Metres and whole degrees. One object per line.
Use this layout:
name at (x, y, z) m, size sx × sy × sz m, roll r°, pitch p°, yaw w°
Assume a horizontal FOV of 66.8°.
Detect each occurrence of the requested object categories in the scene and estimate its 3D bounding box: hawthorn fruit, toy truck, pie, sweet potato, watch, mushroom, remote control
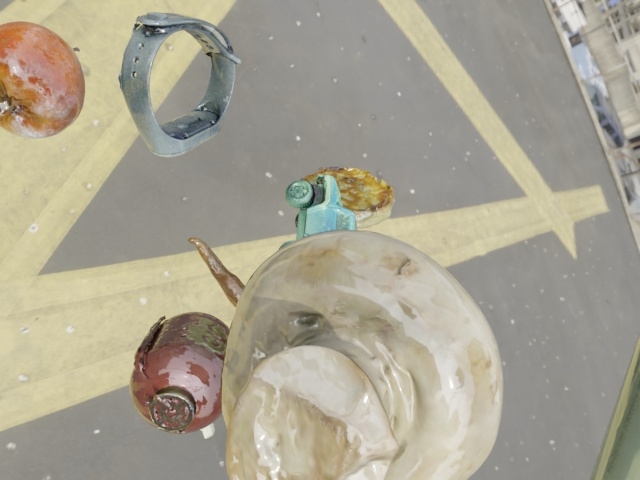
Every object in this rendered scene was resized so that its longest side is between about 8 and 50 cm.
hawthorn fruit at (-0.638, -0.361, 1.048) m, size 0.231 × 0.235 × 0.263 m, roll -8°, pitch 82°, yaw -24°
toy truck at (0.000, 0.000, 1.061) m, size 0.155 × 0.156 × 0.279 m, roll 74°, pitch 20°, yaw -62°
pie at (0.073, -0.132, 1.449) m, size 0.315 × 0.315 × 0.092 m, roll -33°, pitch 142°, yaw -48°
sweet potato at (-0.223, 0.076, 1.099) m, size 0.214 × 0.050 × 0.050 m, roll 51°, pitch 42°, yaw 4°
watch at (-0.195, -0.232, 0.707) m, size 0.206 × 0.068 × 0.193 m, roll -47°, pitch 153°, yaw -50°
mushroom at (0.011, 0.138, 0.462) m, size 0.290 × 0.297 × 0.298 m, roll -9°, pitch 81°, yaw -64°
remote control at (-0.321, 0.430, 1.285) m, size 0.042 × 0.078 × 0.222 m, roll -17°, pitch 116°, yaw -21°

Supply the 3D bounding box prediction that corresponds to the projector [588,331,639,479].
projector at (0.277, 0.208, 0.390) m, size 0.108 × 0.108 × 0.338 m, roll -1°, pitch 106°, yaw -47°

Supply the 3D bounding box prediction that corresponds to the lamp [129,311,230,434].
lamp at (-0.238, 0.221, 0.853) m, size 0.180 × 0.180 × 0.258 m, roll 54°, pitch 6°, yaw -17°
